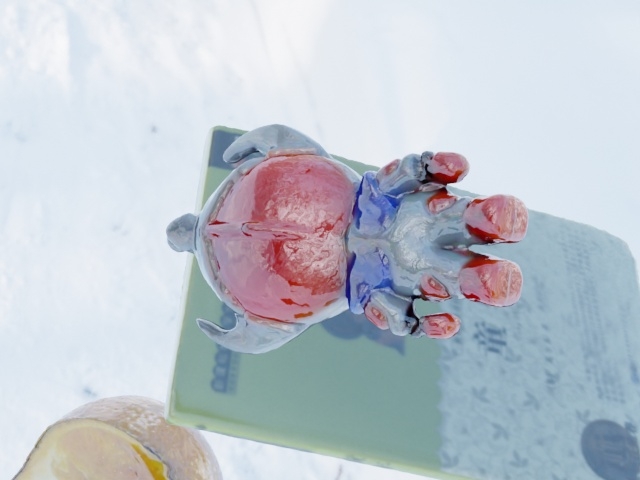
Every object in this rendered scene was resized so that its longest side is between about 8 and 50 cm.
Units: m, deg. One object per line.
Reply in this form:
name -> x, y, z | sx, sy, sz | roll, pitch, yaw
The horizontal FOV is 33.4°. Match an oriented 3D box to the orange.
orange -> -0.240, 0.321, 1.239 | 0.274, 0.310, 0.274 | 35, 5, -3

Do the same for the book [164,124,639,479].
book -> 0.079, 0.055, 0.739 | 0.352, 0.035, 0.239 | 15, 51, -14

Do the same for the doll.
doll -> 0.000, -0.001, 0.488 | 0.194, 0.104, 0.062 | 2, 13, 36
